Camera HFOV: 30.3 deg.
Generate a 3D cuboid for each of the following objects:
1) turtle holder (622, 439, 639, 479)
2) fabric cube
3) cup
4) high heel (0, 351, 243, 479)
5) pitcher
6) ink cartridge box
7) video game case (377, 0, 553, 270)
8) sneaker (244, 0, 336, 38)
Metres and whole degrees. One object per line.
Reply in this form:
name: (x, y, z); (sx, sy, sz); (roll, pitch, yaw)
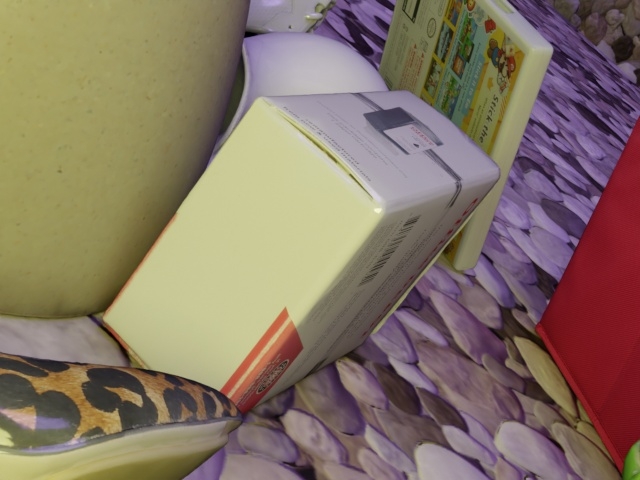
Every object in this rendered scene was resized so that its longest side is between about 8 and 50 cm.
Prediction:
turtle holder: (0.262, 0.191, 0.511); (0.243, 0.227, 0.320); (-25, 77, -41)
fabric cube: (0.366, 0.057, 0.925); (0.254, 0.258, 0.259); (7, 32, -22)
cup: (-0.163, -0.157, 0.628); (0.331, 0.237, 0.331); (33, 22, -15)
high heel: (-0.155, 0.032, 0.445); (0.261, 0.093, 0.186); (-5, 53, -49)
pitcher: (-0.030, -0.069, 0.849); (0.207, 0.125, 0.177); (12, 70, -56)
ink cartridge box: (0.000, 0.000, 0.677); (0.092, 0.158, 0.218); (43, 21, 14)
video game case: (0.110, -0.124, 1.034); (0.026, 0.227, 0.206); (-6, 42, -25)
sneaker: (-0.029, -0.221, 1.018); (0.129, 0.297, 0.111); (58, -15, 12)
